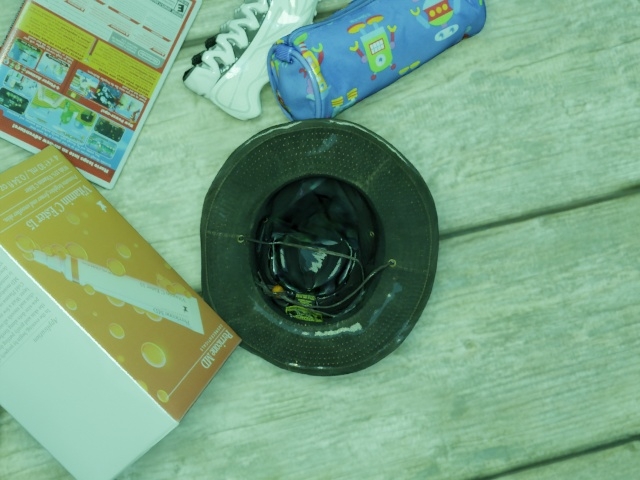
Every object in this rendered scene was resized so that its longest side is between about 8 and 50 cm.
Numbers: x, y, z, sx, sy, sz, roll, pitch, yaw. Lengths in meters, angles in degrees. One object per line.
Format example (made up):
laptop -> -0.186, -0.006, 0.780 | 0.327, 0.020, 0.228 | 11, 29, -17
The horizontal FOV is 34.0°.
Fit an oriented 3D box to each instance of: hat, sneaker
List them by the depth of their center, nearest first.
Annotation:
hat -> 0.000, 0.000, 1.354 | 0.332, 0.134, 0.331 | 1, 104, 3
sneaker -> -0.053, -0.288, 1.385 | 0.118, 0.110, 0.292 | 39, 89, -14

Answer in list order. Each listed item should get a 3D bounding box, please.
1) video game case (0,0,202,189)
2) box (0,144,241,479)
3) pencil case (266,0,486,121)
video game case -> -0.299, -0.236, 1.350 | 0.204, 0.025, 0.285 | 27, 84, -27
box -> -0.297, 0.087, 1.246 | 0.345, 0.215, 0.168 | 46, 116, -5
pencil case -> 0.073, -0.263, 1.345 | 0.306, 0.119, 0.133 | -33, 122, -22
